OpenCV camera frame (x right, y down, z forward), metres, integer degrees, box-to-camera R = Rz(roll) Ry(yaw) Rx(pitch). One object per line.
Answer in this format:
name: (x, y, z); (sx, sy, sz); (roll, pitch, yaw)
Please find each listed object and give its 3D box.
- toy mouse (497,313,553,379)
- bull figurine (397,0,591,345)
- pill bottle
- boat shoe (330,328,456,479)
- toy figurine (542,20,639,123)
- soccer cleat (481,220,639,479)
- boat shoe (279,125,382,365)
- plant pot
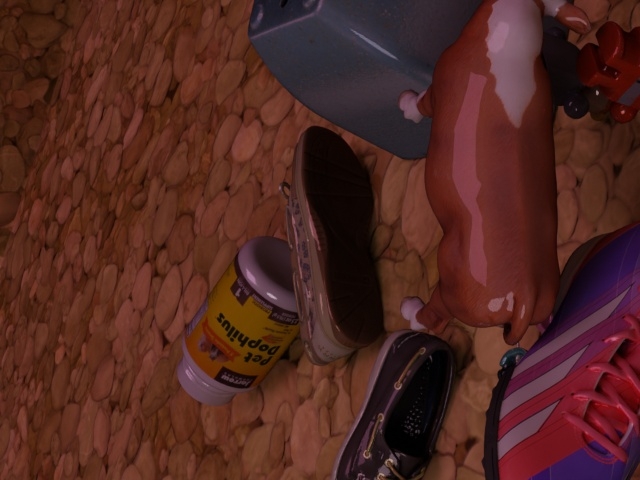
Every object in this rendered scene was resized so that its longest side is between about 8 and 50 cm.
toy mouse: (0.199, 0.102, 0.966); (0.161, 0.031, 0.143); (-64, 32, 16)
bull figurine: (0.126, -0.071, 0.851); (0.188, 0.101, 0.311); (135, 141, -71)
pill bottle: (-0.092, 0.105, 1.367); (0.215, 0.117, 0.117); (-54, 35, 31)
boat shoe: (0.071, 0.199, 1.083); (0.068, 0.081, 0.228); (6, 79, 64)
toy figurine: (0.260, -0.196, 0.908); (0.209, 0.148, 0.213); (16, 92, 66)
soccer cleat: (0.207, 0.088, 0.778); (0.116, 0.108, 0.318); (-34, 15, 45)
boat shoe: (0.000, 0.000, 1.276); (0.089, 0.104, 0.285); (-36, 47, 43)
plant pot: (0.076, -0.243, 1.120); (0.247, 0.252, 0.247); (-3, 73, 58)
